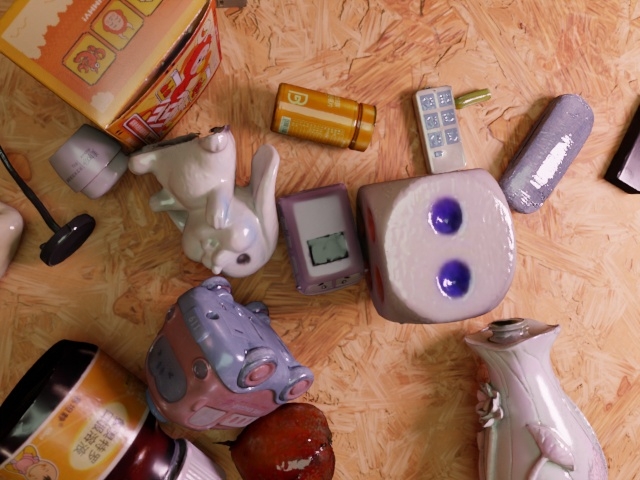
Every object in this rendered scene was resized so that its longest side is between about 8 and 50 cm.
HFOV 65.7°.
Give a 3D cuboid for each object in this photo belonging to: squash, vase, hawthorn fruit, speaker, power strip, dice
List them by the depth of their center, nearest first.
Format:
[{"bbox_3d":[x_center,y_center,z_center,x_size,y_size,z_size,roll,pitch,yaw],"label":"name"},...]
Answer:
[{"bbox_3d":[0.201,0.004,0.927,0.242,0.259,0.252,-10,95,-7],"label":"dice"},{"bbox_3d":[-0.088,0.399,0.947,0.234,0.181,0.181,1,92,4],"label":"hawthorn fruit"},{"bbox_3d":[0.428,0.379,0.998,0.249,0.250,0.446,-13,90,-9],"label":"vase"},{"bbox_3d":[0.247,-0.228,1.035,0.081,0.035,0.192,-13,94,-9],"label":"power strip"},{"bbox_3d":[0.316,-0.298,1.048,0.083,0.027,0.028,-18,95,-8],"label":"squash"},{"bbox_3d":[0.723,-0.217,1.110,0.082,0.044,0.218,26,87,-9],"label":"speaker"}]

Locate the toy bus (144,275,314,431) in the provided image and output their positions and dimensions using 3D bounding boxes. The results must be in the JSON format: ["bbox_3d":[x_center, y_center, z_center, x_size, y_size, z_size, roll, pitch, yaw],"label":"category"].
[{"bbox_3d":[-0.175,0.226,0.865,0.231,0.294,0.197,-42,56,2],"label":"toy bus"}]

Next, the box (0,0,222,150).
[{"bbox_3d":[-0.314,-0.310,0.812,0.213,0.283,0.260,36,87,-8],"label":"box"}]

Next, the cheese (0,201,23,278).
[{"bbox_3d":[-0.651,0.053,0.811,0.173,0.251,0.248,28,103,-9],"label":"cheese"}]

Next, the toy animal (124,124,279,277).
[{"bbox_3d":[-0.195,-0.076,0.893,0.248,0.174,0.290,14,118,21],"label":"toy animal"}]

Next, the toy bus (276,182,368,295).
[{"bbox_3d":[0.000,0.000,0.948,0.141,0.142,0.203,-14,94,-9],"label":"toy bus"}]

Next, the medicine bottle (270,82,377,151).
[{"bbox_3d":[0.004,-0.237,0.963,0.191,0.096,0.097,11,90,-9],"label":"medicine bottle"}]

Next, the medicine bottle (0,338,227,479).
[{"bbox_3d":[-0.350,0.367,0.868,0.395,0.242,0.242,42,85,-21],"label":"medicine bottle"}]

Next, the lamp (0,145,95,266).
[{"bbox_3d":[-0.527,-0.139,0.899,0.108,0.130,0.371,-27,83,-31],"label":"lamp"}]

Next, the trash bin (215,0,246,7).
[{"bbox_3d":[-0.177,-0.501,0.950,0.060,0.043,0.092,-7,92,-9],"label":"trash bin"}]

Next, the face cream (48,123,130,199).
[{"bbox_3d":[-0.409,-0.140,0.884,0.117,0.117,0.104,-46,116,-5],"label":"face cream"}]

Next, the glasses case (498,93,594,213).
[{"bbox_3d":[0.484,-0.186,1.061,0.109,0.067,0.283,35,85,-12],"label":"glasses case"}]
